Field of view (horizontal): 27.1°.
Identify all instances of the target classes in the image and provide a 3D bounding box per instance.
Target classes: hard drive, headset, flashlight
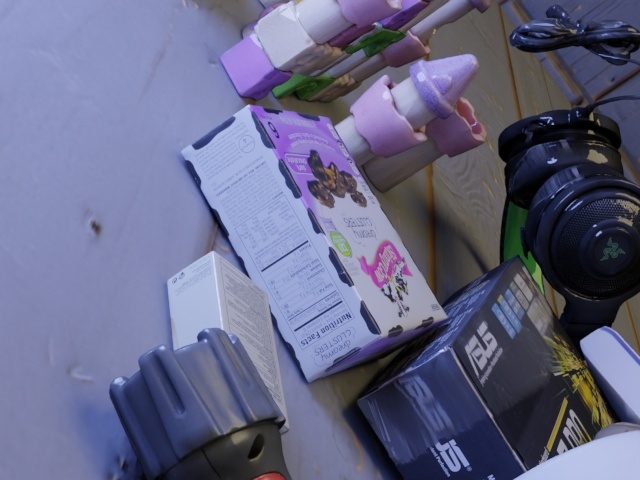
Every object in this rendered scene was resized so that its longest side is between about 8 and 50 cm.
[{"bbox_3d":[0.364,0.252,1.342,0.210,0.040,0.319,55,-5,47],"label":"hard drive"},{"bbox_3d":[0.236,-0.051,1.352,0.185,0.394,0.243,3,40,-12],"label":"headset"},{"bbox_3d":[-0.010,0.190,0.659,0.103,0.103,0.304,-14,70,-46],"label":"flashlight"}]

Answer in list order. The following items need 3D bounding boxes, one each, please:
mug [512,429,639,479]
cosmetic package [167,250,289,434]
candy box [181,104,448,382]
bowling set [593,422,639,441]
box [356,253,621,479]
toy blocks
[{"bbox_3d":[0.252,0.293,0.806,0.374,0.276,0.328,0,51,-39],"label":"mug"},{"bbox_3d":[-0.058,0.069,0.815,0.060,0.041,0.115,42,24,-37],"label":"cosmetic package"},{"bbox_3d":[0.000,0.000,1.017,0.196,0.070,0.165,60,19,10],"label":"candy box"},{"bbox_3d":[0.341,0.243,1.008,0.154,0.287,0.200,14,75,-76],"label":"bowling set"},{"bbox_3d":[0.191,0.197,1.130,0.318,0.097,0.395,57,18,2],"label":"box"},{"bbox_3d":[0.057,-0.228,1.225,0.309,0.260,0.288,60,20,7],"label":"toy blocks"}]
